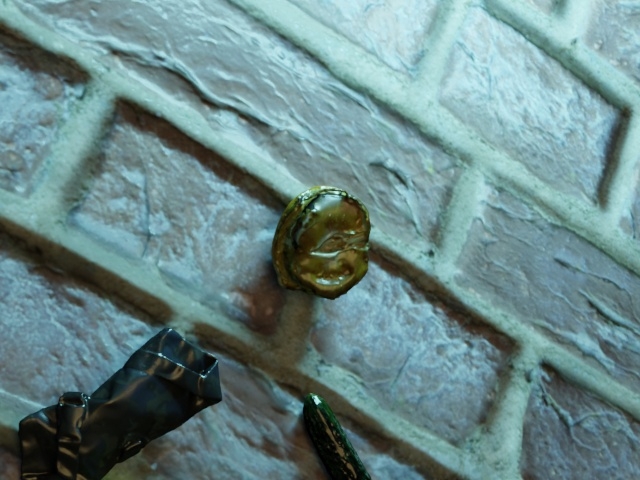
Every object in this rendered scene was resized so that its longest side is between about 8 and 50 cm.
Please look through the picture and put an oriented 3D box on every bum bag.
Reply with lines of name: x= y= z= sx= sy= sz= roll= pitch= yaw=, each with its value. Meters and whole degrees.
bum bag: x=-0.270 y=0.232 z=1.813 sx=0.310 sy=0.074 sz=0.137 roll=-33 pitch=112 yaw=-24

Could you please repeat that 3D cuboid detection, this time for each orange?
orange: x=0.000 y=0.000 z=1.983 sx=0.170 sy=0.112 sz=0.160 roll=-41 pitch=113 yaw=6

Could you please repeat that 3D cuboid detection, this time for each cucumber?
cucumber: x=0.032 y=0.320 z=1.989 sx=0.058 sy=0.052 sz=0.215 roll=-37 pitch=102 yaw=-49
